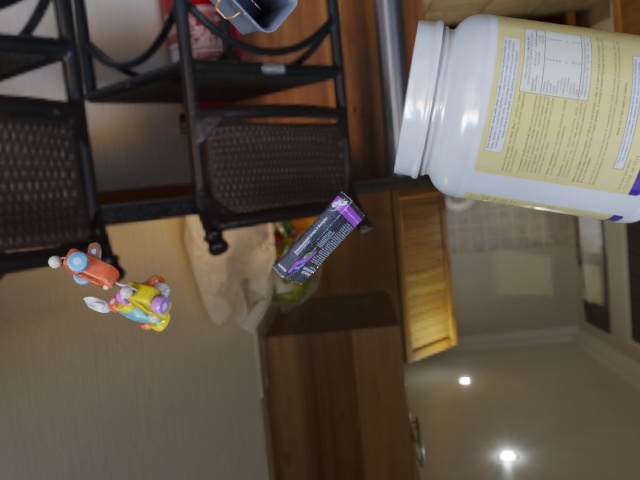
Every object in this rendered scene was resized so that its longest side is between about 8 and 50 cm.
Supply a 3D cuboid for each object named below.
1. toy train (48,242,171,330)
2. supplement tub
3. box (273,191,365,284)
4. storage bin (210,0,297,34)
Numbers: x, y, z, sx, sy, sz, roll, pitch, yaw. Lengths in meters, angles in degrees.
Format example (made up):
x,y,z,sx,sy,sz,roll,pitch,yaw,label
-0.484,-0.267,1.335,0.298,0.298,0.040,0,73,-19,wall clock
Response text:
x,y,z,sx,sy,sz,roll,pitch,yaw,label
-0.215,0.047,0.745,0.125,0.046,0.166,22,158,-1,toy train
0.276,-0.163,0.911,0.331,0.241,0.241,10,-174,4,supplement tub
0.000,0.000,1.126,0.029,0.162,0.116,42,-179,16,box
-0.118,-0.354,0.991,0.098,0.135,0.091,-54,-156,-16,storage bin
